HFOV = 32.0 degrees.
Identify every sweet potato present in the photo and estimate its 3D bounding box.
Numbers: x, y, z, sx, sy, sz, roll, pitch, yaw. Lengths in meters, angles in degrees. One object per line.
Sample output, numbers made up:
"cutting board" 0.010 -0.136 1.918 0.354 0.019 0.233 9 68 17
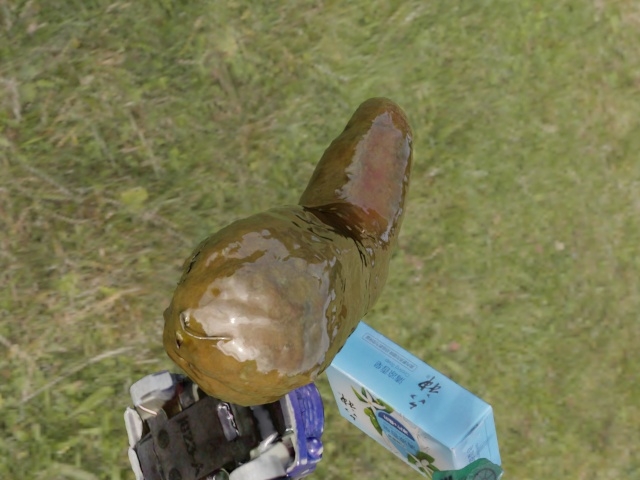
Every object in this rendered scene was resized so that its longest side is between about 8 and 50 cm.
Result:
"sweet potato" -0.001 0.005 0.480 0.233 0.062 0.081 -51 158 -61

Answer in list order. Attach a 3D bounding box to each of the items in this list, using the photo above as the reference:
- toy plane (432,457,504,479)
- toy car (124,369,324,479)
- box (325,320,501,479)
"toy plane" 0.141 0.396 1.130 0.106 0.155 0.381 37 54 -34
"toy car" -0.084 0.204 1.167 0.158 0.235 0.172 3 60 -50
"box" 0.117 0.221 1.449 0.083 0.232 0.142 -44 143 -22
